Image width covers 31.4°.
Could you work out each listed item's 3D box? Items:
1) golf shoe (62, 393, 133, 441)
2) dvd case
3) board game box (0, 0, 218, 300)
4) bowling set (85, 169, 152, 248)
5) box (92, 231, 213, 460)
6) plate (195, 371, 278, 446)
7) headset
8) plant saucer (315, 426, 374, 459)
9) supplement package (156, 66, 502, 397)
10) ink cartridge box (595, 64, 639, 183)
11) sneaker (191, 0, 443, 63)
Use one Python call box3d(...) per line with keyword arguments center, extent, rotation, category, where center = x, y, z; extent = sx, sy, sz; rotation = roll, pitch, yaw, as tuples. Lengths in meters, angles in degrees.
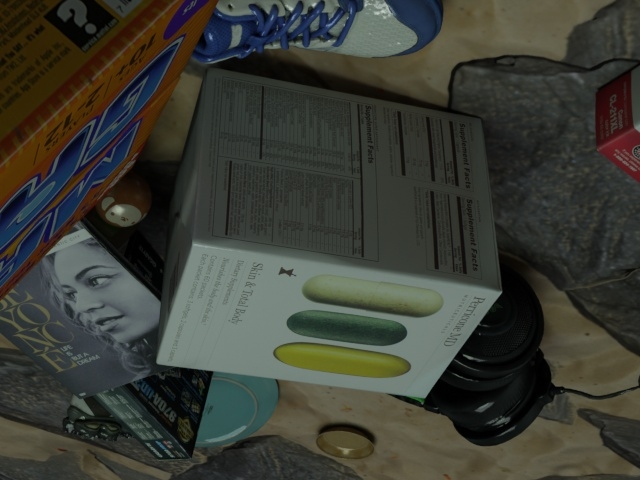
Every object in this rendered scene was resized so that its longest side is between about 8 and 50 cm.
box3d(center=(-0.256, 0.224, 1.536), extent=(0.077, 0.094, 0.198), rotation=(3, 171, 33), category="golf shoe")
box3d(center=(-0.232, 0.071, 1.096), extent=(0.164, 0.018, 0.221), rotation=(-20, 133, 20), category="dvd case")
box3d(center=(-0.330, -0.118, 0.737), extent=(0.356, 0.356, 0.356), rotation=(41, 151, -3), category="board game box")
box3d(center=(-0.263, -0.034, 1.070), extent=(0.287, 0.154, 0.200), rotation=(45, 169, -35), category="bowling set")
box3d(center=(-0.197, 0.124, 1.303), extent=(0.051, 0.175, 0.220), rotation=(-7, 140, 23), category="box")
box3d(center=(-0.146, 0.215, 1.484), extent=(0.188, 0.024, 0.188), rotation=(-5, 132, -6), category="plate")
box3d(center=(0.192, 0.106, 1.252), extent=(0.394, 0.185, 0.243), rotation=(12, 148, 24), category="headset")
box3d(center=(0.035, 0.279, 1.580), extent=(0.083, 0.015, 0.083), rotation=(7, 143, 6), category="plant saucer")
box3d(center=(0.000, 0.000, 1.042), extent=(0.262, 0.198, 0.199), rotation=(9, 143, -13), category="supplement package")
box3d(center=(0.338, -0.109, 0.951), extent=(0.127, 0.072, 0.175), rotation=(32, 139, -25), category="ink cartridge box")
box3d(center=(-0.050, -0.182, 0.906), extent=(0.296, 0.131, 0.112), rotation=(12, 141, -4), category="sneaker")
